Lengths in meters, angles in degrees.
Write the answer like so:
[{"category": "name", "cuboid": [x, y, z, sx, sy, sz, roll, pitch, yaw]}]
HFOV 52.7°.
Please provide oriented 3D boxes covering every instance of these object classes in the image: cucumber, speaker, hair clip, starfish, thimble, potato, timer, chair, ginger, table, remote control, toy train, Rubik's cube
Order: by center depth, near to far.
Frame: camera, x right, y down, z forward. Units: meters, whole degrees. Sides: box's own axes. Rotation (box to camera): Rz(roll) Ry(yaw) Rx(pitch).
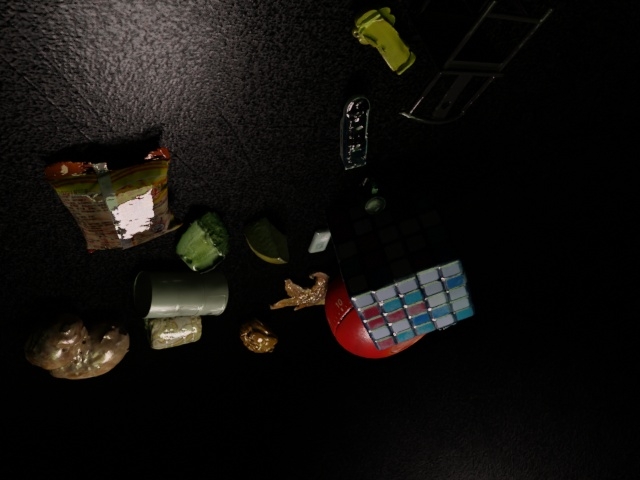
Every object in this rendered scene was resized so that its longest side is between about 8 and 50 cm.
[{"category": "chair", "cuboid": [0.236, -0.332, 1.082, 0.155, 0.141, 0.260, -5, 152, -31]}, {"category": "hair clip", "cuboid": [0.108, -0.345, 1.088, 0.072, 0.046, 0.173, -39, 152, 20]}, {"category": "toy train", "cuboid": [0.068, -0.230, 1.310, 0.052, 0.051, 0.234, -16, 153, -6]}, {"category": "cucumber", "cuboid": [-0.274, 0.003, 1.546, 0.115, 0.085, 0.193, 39, 137, -9]}, {"category": "speaker", "cuboid": [0.118, -0.115, 1.573, 0.060, 0.075, 0.094, -27, 132, 1]}, {"category": "potato", "cuboid": [-0.132, 0.027, 1.644, 0.081, 0.120, 0.149, -23, 155, 9]}, {"category": "Rubik's cube", "cuboid": [0.210, 0.066, 1.691, 0.292, 0.293, 0.287, -19, 140, 6]}, {"category": "table", "cuboid": [-0.370, 0.140, 1.720, 0.220, 0.126, 0.126, 3, 149, -38]}, {"category": "ginger", "cuboid": [-0.685, 0.286, 1.776, 0.245, 0.155, 0.304, -21, 157, 10]}, {"category": "remote control", "cuboid": [0.000, 0.000, 1.809, 0.053, 0.017, 0.124, -9, 155, -16]}, {"category": "thimble", "cuboid": [-0.434, 0.241, 1.889, 0.144, 0.137, 0.190, -11, 170, -21]}, {"category": "timer", "cuboid": [0.205, 0.202, 2.037, 0.378, 0.279, 0.378, -26, 153, -14]}, {"category": "starfish", "cuboid": [-0.044, 0.178, 2.122, 0.299, 0.060, 0.302, -1, 152, -40]}]

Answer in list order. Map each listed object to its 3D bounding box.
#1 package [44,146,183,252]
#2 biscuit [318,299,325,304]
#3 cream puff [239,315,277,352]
[{"category": "package", "cuboid": [-0.385, -0.068, 1.275, 0.224, 0.108, 0.288, -15, 154, -10]}, {"category": "biscuit", "cuboid": [0.030, 0.206, 2.285, 0.083, 0.018, 0.081, 3, 148, -41]}, {"category": "cream puff", "cuboid": [-0.220, 0.330, 2.235, 0.103, 0.126, 0.144, -46, 121, -6]}]
